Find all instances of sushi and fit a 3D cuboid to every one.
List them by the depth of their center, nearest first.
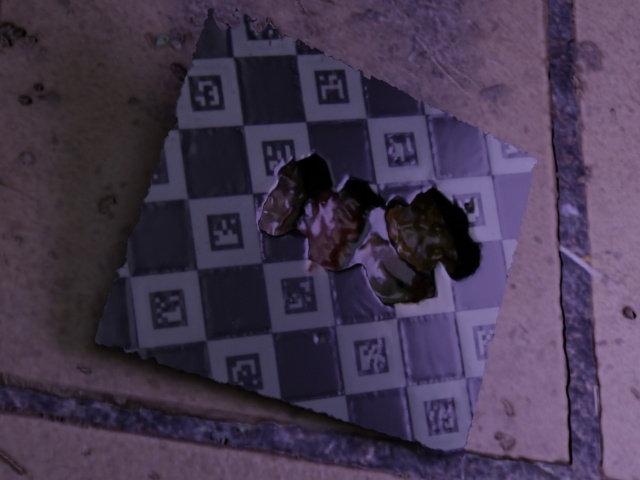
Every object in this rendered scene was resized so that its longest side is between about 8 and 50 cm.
[{"bbox_3d":[0.000,0.000,1.196,0.290,0.050,0.264,22,73,-20],"label":"sushi"}]
